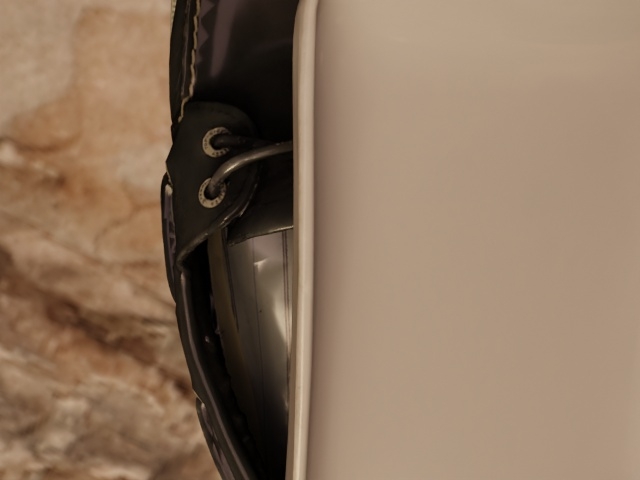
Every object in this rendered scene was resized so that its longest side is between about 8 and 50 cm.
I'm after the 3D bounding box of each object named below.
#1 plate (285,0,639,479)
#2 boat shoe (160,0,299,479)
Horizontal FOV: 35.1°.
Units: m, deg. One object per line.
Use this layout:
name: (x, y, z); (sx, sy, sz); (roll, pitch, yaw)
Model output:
plate: (0.084, 0.035, 0.408); (0.278, 0.045, 0.277); (-8, 107, -40)
boat shoe: (-0.004, 0.001, 0.423); (0.127, 0.113, 0.340); (1, 102, -3)
